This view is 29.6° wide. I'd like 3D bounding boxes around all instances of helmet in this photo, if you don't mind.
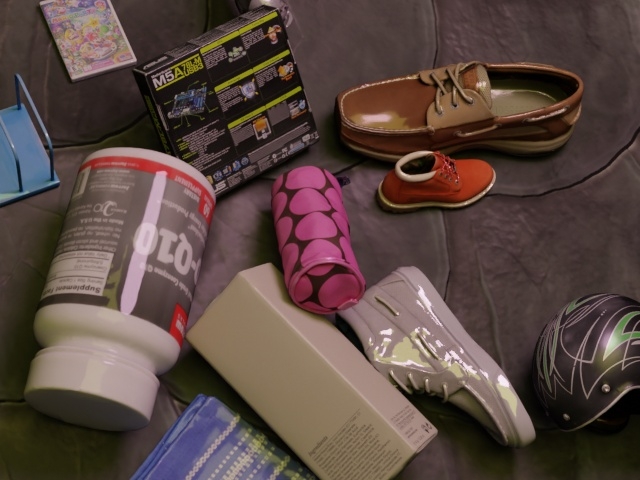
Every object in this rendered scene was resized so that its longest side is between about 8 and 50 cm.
[{"bbox_3d":[0.324,0.144,1.394,0.161,0.169,0.169,17,63,-20],"label":"helmet"}]

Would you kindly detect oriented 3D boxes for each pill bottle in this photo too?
[{"bbox_3d":[-0.220,0.055,1.333,0.161,0.161,0.283,13,64,-5],"label":"pill bottle"}]

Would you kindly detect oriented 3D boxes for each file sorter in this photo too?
[{"bbox_3d":[-0.406,-0.106,1.404,0.170,0.104,0.118,-22,71,-18],"label":"file sorter"}]

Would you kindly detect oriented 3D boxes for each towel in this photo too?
[{"bbox_3d":[-0.066,0.347,1.297,0.336,0.040,0.243,37,66,7],"label":"towel"}]

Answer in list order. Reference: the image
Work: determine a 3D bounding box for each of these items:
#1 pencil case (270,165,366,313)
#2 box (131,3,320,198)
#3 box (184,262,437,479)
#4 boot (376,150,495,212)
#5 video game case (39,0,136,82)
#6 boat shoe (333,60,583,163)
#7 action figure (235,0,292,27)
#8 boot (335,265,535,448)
[{"bbox_3d":[0.000,0.000,1.395,0.095,0.098,0.209,-28,33,14],"label":"pencil case"},{"bbox_3d":[-0.108,-0.161,1.454,0.191,0.045,0.184,-31,119,-21],"label":"box"},{"bbox_3d":[-0.011,0.159,1.339,0.275,0.094,0.113,46,110,11],"label":"box"},{"bbox_3d":[0.154,-0.080,1.508,0.158,0.084,0.059,-11,63,-18],"label":"boot"},{"bbox_3d":[-0.297,-0.265,1.548,0.087,0.011,0.122,-20,70,-18],"label":"video game case"},{"bbox_3d":[0.180,-0.179,1.533,0.324,0.120,0.122,-5,63,-13],"label":"boat shoe"},{"bbox_3d":[-0.096,-0.370,1.546,0.099,0.185,0.285,-11,55,-25],"label":"action figure"},{"bbox_3d":[0.125,0.157,1.399,0.123,0.095,0.258,-31,66,-15],"label":"boot"}]
